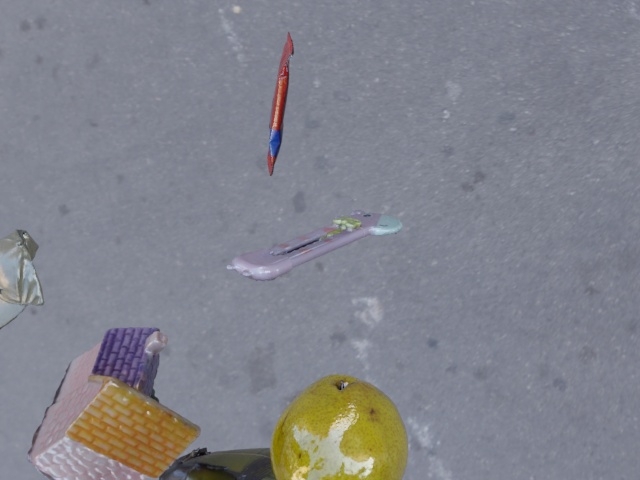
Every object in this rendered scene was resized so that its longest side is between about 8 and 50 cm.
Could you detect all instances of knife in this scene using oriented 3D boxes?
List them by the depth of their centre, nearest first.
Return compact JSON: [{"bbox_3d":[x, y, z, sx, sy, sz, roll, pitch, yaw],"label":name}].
[{"bbox_3d":[0.000,-0.001,1.405,0.132,0.398,0.038,17,117,38],"label":"knife"}]

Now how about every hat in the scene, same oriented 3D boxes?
[{"bbox_3d":[-0.545,0.074,1.301,0.175,0.085,0.147,-39,47,6],"label":"hat"}]

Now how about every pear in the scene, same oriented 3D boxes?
[{"bbox_3d":[0.031,0.298,1.123,0.209,0.209,0.209,7,105,28],"label":"pear"}]

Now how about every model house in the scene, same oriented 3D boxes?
[{"bbox_3d":[-0.326,0.288,1.316,0.202,0.237,0.237,40,125,-22],"label":"model house"}]

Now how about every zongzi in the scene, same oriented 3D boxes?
[{"bbox_3d":[-0.127,0.466,1.534,0.289,0.317,0.154,6,104,37],"label":"zongzi"}]

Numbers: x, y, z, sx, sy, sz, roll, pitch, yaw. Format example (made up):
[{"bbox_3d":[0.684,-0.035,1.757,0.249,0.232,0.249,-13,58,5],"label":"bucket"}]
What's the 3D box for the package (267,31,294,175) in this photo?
[{"bbox_3d":[-0.061,-0.200,1.139,0.022,0.083,0.200,8,126,-7],"label":"package"}]
